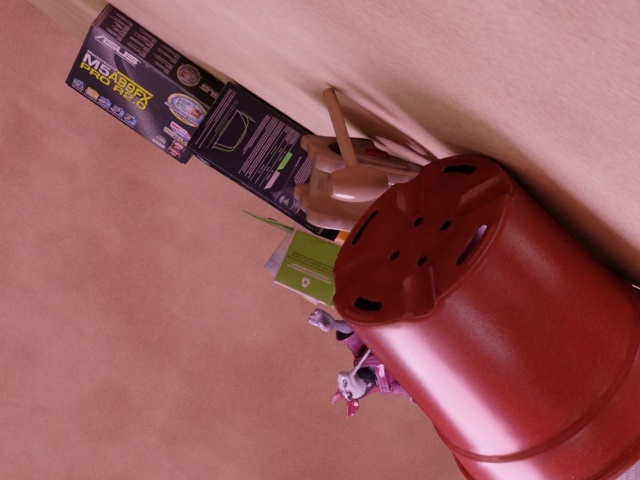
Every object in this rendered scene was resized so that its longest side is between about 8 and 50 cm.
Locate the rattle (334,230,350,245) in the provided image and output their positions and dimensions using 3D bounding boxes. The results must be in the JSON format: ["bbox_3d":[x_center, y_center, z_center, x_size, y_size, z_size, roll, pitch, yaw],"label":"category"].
[{"bbox_3d":[0.102,-0.005,1.951,0.199,0.142,0.130,41,165,41],"label":"rattle"}]

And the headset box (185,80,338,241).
[{"bbox_3d":[-0.056,-0.117,1.753,0.283,0.131,0.246,33,179,6],"label":"headset box"}]

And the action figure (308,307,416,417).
[{"bbox_3d":[0.150,0.168,1.906,0.248,0.370,0.275,45,-170,15],"label":"action figure"}]

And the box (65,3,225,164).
[{"bbox_3d":[-0.308,-0.273,1.859,0.270,0.060,0.216,35,149,-11],"label":"box"}]

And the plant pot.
[{"bbox_3d":[0.167,0.074,1.007,0.265,0.272,0.272,45,174,-29],"label":"plant pot"}]

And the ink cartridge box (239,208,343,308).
[{"bbox_3d":[-0.004,0.047,1.675,0.255,0.097,0.188,19,176,40],"label":"ink cartridge box"}]

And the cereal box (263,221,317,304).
[{"bbox_3d":[0.000,0.000,2.203,0.047,0.240,0.173,36,178,-40],"label":"cereal box"}]

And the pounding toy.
[{"bbox_3d":[0.065,-0.091,1.185,0.154,0.155,0.269,6,-165,-11],"label":"pounding toy"}]

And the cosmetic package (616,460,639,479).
[{"bbox_3d":[0.599,0.385,1.735,0.237,0.127,0.107,0,-177,-8],"label":"cosmetic package"}]
